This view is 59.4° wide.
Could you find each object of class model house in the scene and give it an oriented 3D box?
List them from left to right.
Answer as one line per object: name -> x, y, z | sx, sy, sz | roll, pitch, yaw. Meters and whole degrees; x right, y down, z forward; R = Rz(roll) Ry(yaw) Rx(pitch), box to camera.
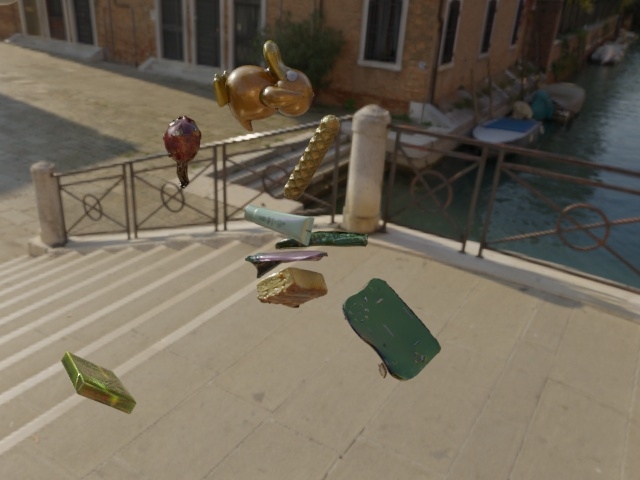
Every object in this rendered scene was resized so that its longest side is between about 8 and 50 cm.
model house -> 0.180, 0.287, 1.684 | 0.207, 0.154, 0.294 | -34, 78, -37

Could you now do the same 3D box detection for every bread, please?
bread -> -0.111, 0.195, 2.267 | 0.184, 0.114, 0.274 | -26, -22, 22
bread -> -0.033, -0.294, 2.023 | 0.077, 0.367, 0.084 | 27, 31, -7

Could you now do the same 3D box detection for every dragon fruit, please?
dragon fruit -> -0.460, -0.294, 1.877 | 0.125, 0.246, 0.125 | 6, 7, 26

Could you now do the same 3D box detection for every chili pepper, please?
chili pepper -> -0.001, 0.000, 2.084 | 0.359, 0.076, 0.085 | -2, 26, 10

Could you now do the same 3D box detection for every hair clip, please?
hair clip -> -0.109, 0.063, 1.905 | 0.358, 0.110, 0.096 | -13, 55, 41

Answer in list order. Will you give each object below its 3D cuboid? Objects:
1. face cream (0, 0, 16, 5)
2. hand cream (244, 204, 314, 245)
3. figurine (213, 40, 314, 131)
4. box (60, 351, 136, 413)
face cream -> -0.563, -0.464, 0.944 | 0.117, 0.117, 0.104 | 7, -5, 5
hand cream -> -0.113, -0.051, 1.523 | 0.205, 0.078, 0.050 | 18, 6, 24
figurine -> -0.145, -0.389, 1.457 | 0.228, 0.215, 0.215 | -26, 21, 15
box -> -0.682, 0.429, 1.710 | 0.173, 0.043, 0.311 | 35, -13, -30
